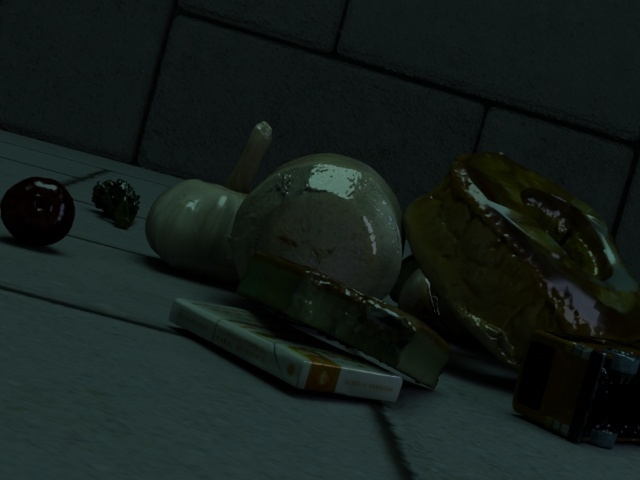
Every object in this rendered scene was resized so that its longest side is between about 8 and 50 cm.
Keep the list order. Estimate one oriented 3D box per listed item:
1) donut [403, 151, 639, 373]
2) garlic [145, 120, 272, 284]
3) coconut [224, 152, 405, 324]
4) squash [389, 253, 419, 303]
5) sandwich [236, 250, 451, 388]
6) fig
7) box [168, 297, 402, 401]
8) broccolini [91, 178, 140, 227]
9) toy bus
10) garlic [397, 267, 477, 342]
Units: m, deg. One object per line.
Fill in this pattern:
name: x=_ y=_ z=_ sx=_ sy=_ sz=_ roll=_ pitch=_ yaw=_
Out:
donut: x=0.263 y=0.031 z=1.449 sx=0.330 sy=0.160 sz=0.330 roll=36 pitch=24 yaw=-18
garlic: x=-0.128 y=-0.058 z=1.598 sx=0.199 sy=0.226 sz=0.199 roll=19 pitch=8 yaw=-3
coconut: x=0.000 y=0.000 z=1.462 sx=0.224 sy=0.224 sz=0.234 roll=15 pitch=5 yaw=-7
squash: x=0.183 y=0.027 z=1.819 sx=0.184 sy=0.085 sz=0.192 roll=20 pitch=-41 yaw=-37
sandwich: x=-0.001 y=0.060 z=1.173 sx=0.245 sy=0.063 sz=0.212 roll=23 pitch=-6 yaw=20
fig: x=-0.351 y=-0.029 z=1.474 sx=0.089 sy=0.089 sz=0.125 roll=14 pitch=-16 yaw=-17
box: x=-0.038 y=0.101 z=1.127 sx=0.122 sy=0.032 sz=0.220 roll=15 pitch=3 yaw=-39
broccolini: x=-0.327 y=-0.062 z=1.985 sx=0.091 sy=0.068 sz=0.202 roll=34 pitch=-3 yaw=-24
toy bus: x=0.300 y=0.153 z=1.238 sx=0.201 sy=0.098 sz=0.114 roll=9 pitch=8 yaw=-43
garlic: x=0.224 y=0.065 z=1.676 sx=0.214 sy=0.160 sz=0.191 roll=20 pitch=0 yaw=15
